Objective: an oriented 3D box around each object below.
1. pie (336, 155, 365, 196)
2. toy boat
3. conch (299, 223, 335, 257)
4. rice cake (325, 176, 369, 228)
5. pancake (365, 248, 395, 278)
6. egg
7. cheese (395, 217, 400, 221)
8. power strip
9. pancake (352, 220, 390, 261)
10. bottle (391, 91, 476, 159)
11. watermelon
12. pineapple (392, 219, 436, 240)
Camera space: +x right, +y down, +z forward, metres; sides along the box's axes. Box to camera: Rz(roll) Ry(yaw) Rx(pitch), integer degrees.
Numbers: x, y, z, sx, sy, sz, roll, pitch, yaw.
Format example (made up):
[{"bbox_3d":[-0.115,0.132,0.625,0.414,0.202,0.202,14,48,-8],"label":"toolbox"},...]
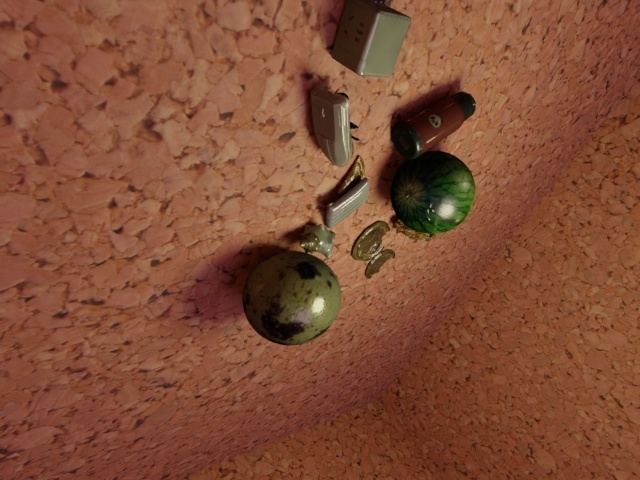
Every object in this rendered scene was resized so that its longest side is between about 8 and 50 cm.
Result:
[{"bbox_3d":[0.120,-0.230,1.623,0.092,0.034,0.170,22,106,-51],"label":"pie"},{"bbox_3d":[0.049,-0.353,1.333,0.140,0.141,0.269,-38,148,-7],"label":"toy boat"},{"bbox_3d":[0.003,-0.002,1.661,0.233,0.137,0.114,-4,147,-36],"label":"conch"},{"bbox_3d":[0.103,-0.141,1.664,0.198,0.037,0.189,-36,163,-13],"label":"rice cake"},{"bbox_3d":[0.303,0.122,2.212,0.184,0.020,0.191,1,127,-47],"label":"pancake"},{"bbox_3d":[-0.093,0.209,1.612,0.427,0.345,0.345,-4,131,-56],"label":"egg"},{"bbox_3d":[0.385,-0.138,1.991,0.095,0.038,0.145,-20,147,-28],"label":"cheese"},{"bbox_3d":[0.144,-0.577,1.165,0.139,0.140,0.225,-11,136,-36],"label":"power strip"},{"bbox_3d":[0.236,0.008,2.009,0.211,0.029,0.235,-21,139,-28],"label":"pancake"},{"bbox_3d":[0.435,-0.440,1.610,0.336,0.144,0.144,-33,145,-15],"label":"bottle"},{"bbox_3d":[0.450,-0.189,1.740,0.363,0.363,0.364,-27,143,-22],"label":"watermelon"},{"bbox_3d":[0.494,-0.060,2.068,0.334,0.158,0.161,-28,160,-32],"label":"pineapple"}]
